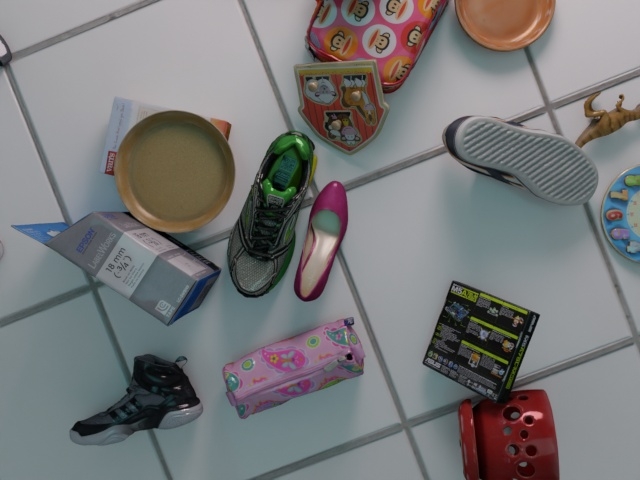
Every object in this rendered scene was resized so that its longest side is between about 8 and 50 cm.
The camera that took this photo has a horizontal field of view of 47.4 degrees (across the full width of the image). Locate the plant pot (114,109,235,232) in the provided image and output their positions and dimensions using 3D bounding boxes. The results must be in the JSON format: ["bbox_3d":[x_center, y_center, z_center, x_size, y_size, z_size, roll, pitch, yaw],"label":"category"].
[{"bbox_3d":[-0.280,-0.133,1.414,0.236,0.032,0.236,0,93,2],"label":"plant pot"}]

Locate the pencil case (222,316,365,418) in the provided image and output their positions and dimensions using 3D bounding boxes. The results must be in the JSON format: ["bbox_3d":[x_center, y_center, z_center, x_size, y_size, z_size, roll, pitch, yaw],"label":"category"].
[{"bbox_3d":[-0.049,0.253,1.444,0.284,0.124,0.124,-20,91,4],"label":"pencil case"}]

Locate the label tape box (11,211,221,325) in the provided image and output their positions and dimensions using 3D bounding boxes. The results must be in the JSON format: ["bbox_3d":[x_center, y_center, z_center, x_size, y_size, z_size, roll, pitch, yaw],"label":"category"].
[{"bbox_3d":[-0.371,0.016,1.385,0.333,0.240,0.106,33,93,0],"label":"label tape box"}]

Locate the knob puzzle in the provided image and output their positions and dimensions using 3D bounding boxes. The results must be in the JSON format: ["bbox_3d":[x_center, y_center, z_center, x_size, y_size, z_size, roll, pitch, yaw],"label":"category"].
[{"bbox_3d":[0.040,-0.250,1.415,0.213,0.030,0.213,13,129,17],"label":"knob puzzle"}]

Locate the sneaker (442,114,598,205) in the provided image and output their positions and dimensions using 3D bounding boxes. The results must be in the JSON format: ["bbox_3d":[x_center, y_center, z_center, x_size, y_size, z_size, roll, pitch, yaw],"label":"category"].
[{"bbox_3d":[0.385,-0.166,1.416,0.321,0.127,0.126,21,97,-18],"label":"sneaker"}]

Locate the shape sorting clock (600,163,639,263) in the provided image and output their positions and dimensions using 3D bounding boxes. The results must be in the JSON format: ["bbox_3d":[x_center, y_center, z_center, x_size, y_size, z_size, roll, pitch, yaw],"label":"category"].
[{"bbox_3d":[0.663,-0.053,1.443,0.206,0.040,0.206,0,92,2],"label":"shape sorting clock"}]

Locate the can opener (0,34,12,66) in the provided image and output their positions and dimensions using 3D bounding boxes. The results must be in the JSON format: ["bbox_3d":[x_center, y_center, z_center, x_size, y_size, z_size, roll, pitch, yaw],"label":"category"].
[{"bbox_3d":[-0.753,-0.443,1.480,0.283,0.076,0.095,43,61,1],"label":"can opener"}]

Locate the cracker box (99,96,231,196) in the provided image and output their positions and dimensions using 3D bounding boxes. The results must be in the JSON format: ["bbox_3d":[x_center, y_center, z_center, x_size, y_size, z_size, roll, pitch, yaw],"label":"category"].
[{"bbox_3d":[-0.310,-0.186,1.462,0.232,0.067,0.156,13,93,1],"label":"cracker box"}]

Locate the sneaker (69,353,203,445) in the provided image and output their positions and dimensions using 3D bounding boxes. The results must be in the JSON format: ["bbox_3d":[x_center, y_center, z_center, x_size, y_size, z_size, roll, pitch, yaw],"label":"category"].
[{"bbox_3d":[-0.381,0.315,1.471,0.268,0.101,0.153,-13,91,-3],"label":"sneaker"}]

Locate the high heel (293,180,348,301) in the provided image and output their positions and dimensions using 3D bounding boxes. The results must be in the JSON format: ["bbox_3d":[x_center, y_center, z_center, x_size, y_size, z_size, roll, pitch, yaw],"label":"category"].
[{"bbox_3d":[0.000,0.000,1.432,0.082,0.117,0.244,20,93,1],"label":"high heel"}]

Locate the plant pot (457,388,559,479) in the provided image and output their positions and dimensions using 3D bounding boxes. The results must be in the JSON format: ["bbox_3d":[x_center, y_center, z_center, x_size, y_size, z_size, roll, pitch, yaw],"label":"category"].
[{"bbox_3d":[0.357,0.388,1.404,0.174,0.191,0.191,-6,92,11],"label":"plant pot"}]

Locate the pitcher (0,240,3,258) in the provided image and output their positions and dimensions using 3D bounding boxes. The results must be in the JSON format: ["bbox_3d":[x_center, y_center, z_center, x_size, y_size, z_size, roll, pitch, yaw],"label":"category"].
[{"bbox_3d":[-0.767,-0.006,1.471,0.177,0.125,0.207,-35,102,-17],"label":"pitcher"}]

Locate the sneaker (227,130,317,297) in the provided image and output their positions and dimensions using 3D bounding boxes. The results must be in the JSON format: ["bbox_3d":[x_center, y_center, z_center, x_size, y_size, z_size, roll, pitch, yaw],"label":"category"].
[{"bbox_3d":[-0.104,-0.054,1.421,0.134,0.146,0.344,15,93,1],"label":"sneaker"}]

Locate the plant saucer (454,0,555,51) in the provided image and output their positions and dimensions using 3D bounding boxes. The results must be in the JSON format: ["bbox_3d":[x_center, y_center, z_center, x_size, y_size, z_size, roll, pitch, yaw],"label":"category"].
[{"bbox_3d":[0.360,-0.470,1.434,0.200,0.037,0.200,0,94,-2],"label":"plant saucer"}]

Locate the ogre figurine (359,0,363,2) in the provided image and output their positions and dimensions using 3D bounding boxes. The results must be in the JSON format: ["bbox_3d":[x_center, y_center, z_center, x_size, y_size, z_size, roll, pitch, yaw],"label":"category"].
[{"bbox_3d":[0.064,-0.512,1.314,0.118,0.097,0.197,34,80,17],"label":"ogre figurine"}]

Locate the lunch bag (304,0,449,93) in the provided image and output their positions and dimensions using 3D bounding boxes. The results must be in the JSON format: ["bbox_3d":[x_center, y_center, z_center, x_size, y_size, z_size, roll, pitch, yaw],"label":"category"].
[{"bbox_3d":[0.101,-0.458,1.409,0.258,0.120,0.293,29,93,1],"label":"lunch bag"}]

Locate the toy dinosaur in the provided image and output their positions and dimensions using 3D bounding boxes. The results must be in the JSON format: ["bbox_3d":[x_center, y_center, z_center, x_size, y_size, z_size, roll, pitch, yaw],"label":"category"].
[{"bbox_3d":[0.549,-0.228,1.430,0.211,0.064,0.112,-31,92,3],"label":"toy dinosaur"}]

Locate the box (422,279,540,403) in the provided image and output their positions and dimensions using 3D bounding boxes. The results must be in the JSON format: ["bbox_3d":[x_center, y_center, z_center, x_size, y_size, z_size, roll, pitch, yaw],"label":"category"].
[{"bbox_3d":[0.305,0.192,1.407,0.045,0.190,0.184,20,91,-43],"label":"box"}]
